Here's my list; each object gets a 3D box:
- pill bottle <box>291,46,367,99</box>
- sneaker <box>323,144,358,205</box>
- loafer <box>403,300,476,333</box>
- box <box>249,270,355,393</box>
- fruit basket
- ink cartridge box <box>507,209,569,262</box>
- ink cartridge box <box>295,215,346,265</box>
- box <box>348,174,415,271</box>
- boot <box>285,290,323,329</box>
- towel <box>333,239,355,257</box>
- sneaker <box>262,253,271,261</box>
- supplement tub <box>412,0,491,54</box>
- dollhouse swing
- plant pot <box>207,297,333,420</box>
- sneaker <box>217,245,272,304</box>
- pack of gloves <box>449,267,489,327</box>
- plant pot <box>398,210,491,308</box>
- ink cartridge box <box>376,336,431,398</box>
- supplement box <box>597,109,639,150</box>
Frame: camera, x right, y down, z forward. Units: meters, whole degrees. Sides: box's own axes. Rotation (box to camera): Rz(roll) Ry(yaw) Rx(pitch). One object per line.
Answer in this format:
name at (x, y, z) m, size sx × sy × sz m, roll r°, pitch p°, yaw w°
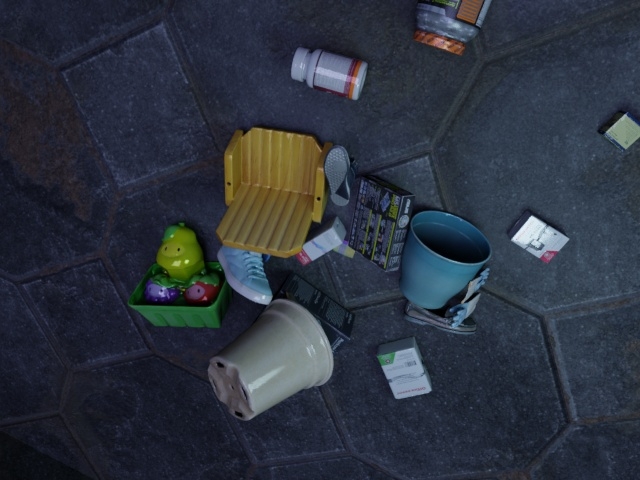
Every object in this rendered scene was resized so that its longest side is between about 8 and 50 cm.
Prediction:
pill bottle at (0.028, -0.529, 1.476) m, size 0.221 × 0.121 × 0.121 m, roll 17°, pitch 114°, yaw 5°
sneaker at (0.070, -0.251, 1.544) m, size 0.086 × 0.163 × 0.226 m, roll 8°, pitch 138°, yaw 12°
loafer at (0.443, 0.275, 1.724) m, size 0.267 × 0.096 × 0.084 m, roll 11°, pitch 107°, yaw 10°
box at (-0.092, 0.357, 1.823) m, size 0.312 × 0.179 × 0.343 m, roll 35°, pitch 114°, yaw -4°
fruit basket at (-0.534, 0.138, 1.803) m, size 0.391 × 0.283 × 0.392 m, roll 6°, pitch 130°, yaw 7°
ink cartridge box at (0.721, -0.013, 1.562) m, size 0.150 × 0.063 × 0.109 m, roll 31°, pitch 114°, yaw -1°
ink cartridge box at (0.000, 0.000, 1.688) m, size 0.175 × 0.127 × 0.072 m, roll -30°, pitch 104°, yaw 21°
box at (0.199, -0.061, 1.588) m, size 0.216 × 0.060 × 0.270 m, roll 34°, pitch 124°, yaw 46°
boot at (-0.056, 0.267, 1.658) m, size 0.106 × 0.082 × 0.219 m, roll -16°, pitch 103°, yaw -8°
towel at (0.092, 0.027, 1.744) m, size 0.083 × 0.009 × 0.060 m, roll 20°, pitch 115°, yaw 5°
sneaker at (-0.176, 0.014, 1.763) m, size 0.067 × 0.078 × 0.188 m, roll 53°, pitch 130°, yaw 21°
supplement tub at (0.381, -0.694, 1.295) m, size 0.193 × 0.193 × 0.316 m, roll 21°, pitch 114°, yaw 4°
dollhouse swing at (-0.169, -0.168, 1.552) m, size 0.346 × 0.305 × 0.315 m, roll 11°, pitch 122°, yaw 9°
plant pot at (-0.182, 0.402, 1.528) m, size 0.333 × 0.305 × 0.334 m, roll 22°, pitch 124°, yaw 37°
sneaker at (-0.262, 0.078, 1.683) m, size 0.366 × 0.135 × 0.150 m, roll 44°, pitch 112°, yaw 42°
pack of gloves at (0.504, 0.189, 1.617) m, size 0.046 × 0.232 × 0.195 m, roll 26°, pitch 115°, yaw 29°
plant pot at (0.390, 0.081, 1.578) m, size 0.271 × 0.272 × 0.255 m, roll 19°, pitch 127°, yaw 4°
ink cartridge box at (0.330, 0.499, 1.837) m, size 0.153 × 0.087 × 0.209 m, roll -18°, pitch 106°, yaw 18°
supplement box at (0.900, -0.328, 1.403) m, size 0.083 × 0.056 × 0.083 m, roll 38°, pitch 114°, yaw -4°
